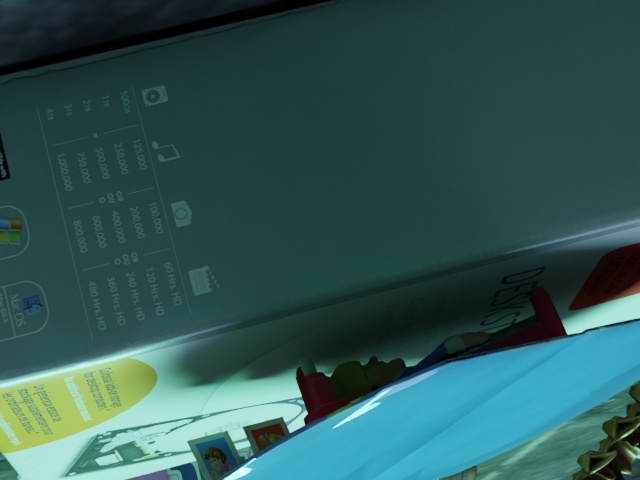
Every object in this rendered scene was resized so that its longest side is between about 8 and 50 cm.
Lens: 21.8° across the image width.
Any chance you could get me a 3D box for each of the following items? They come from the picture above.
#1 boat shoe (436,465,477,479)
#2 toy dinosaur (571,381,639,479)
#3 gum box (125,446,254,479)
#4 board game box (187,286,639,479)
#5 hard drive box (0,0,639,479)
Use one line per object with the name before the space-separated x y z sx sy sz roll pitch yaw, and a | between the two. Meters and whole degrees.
boat shoe | 0.039 0.204 1.232 0.073 0.073 0.207 -2 158 -34
toy dinosaur | 0.206 0.019 0.574 0.218 0.164 0.322 -79 -166 -70
gum box | -0.031 0.145 0.929 0.188 0.107 0.062 3 155 -47
board game box | 0.031 0.042 0.494 0.168 0.033 0.133 -9 157 -38
hard drive box | 0.000 0.000 0.539 0.232 0.089 0.181 -15 163 -6
